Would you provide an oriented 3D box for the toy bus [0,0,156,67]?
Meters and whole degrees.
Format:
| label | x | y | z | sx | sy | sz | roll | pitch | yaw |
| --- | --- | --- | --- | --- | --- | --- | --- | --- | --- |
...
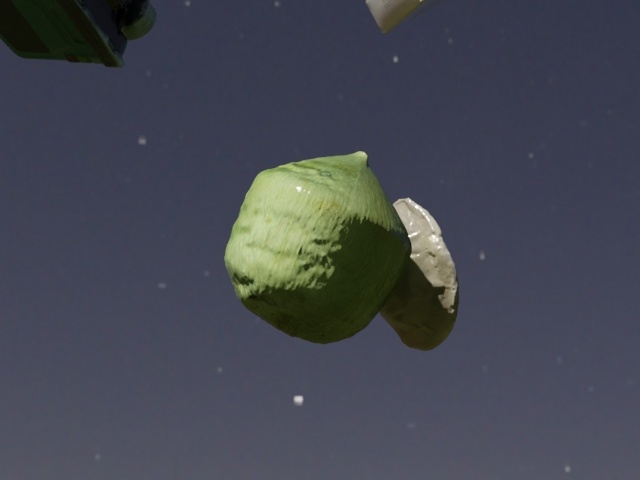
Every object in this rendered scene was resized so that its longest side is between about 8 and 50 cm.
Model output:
| label | x | y | z | sx | sy | sz | roll | pitch | yaw |
| --- | --- | --- | --- | --- | --- | --- | --- | --- | --- |
| toy bus | -0.216 | -0.298 | 1.062 | 0.147 | 0.256 | 0.128 | 6 | -27 | 21 |

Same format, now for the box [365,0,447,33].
| label | x | y | z | sx | sy | sz | roll | pitch | yaw |
| --- | --- | --- | --- | --- | --- | --- | --- | --- | --- |
| box | 0.120 | -0.233 | 0.970 | 0.154 | 0.040 | 0.084 | -30 | 0 | -20 |

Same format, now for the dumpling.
| label | x | y | z | sx | sy | sz | roll | pitch | yaw |
| --- | --- | --- | --- | --- | --- | --- | --- | --- | --- |
| dumpling | 0.052 | 0.019 | 0.596 | 0.043 | 0.077 | 0.059 | 13 | 1 | -39 |

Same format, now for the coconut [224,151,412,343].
| label | x | y | z | sx | sy | sz | roll | pitch | yaw |
| --- | --- | --- | --- | --- | --- | --- | --- | --- | --- |
| coconut | 0.000 | 0.000 | 0.559 | 0.088 | 0.096 | 0.088 | 29 | -5 | 2 |
